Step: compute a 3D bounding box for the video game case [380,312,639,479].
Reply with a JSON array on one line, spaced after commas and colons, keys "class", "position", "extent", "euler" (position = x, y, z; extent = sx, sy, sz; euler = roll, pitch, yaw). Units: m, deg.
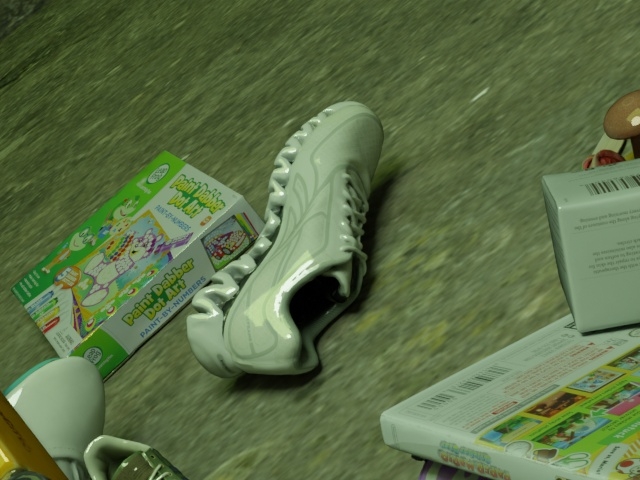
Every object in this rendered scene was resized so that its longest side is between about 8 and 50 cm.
[{"class": "video game case", "position": [0.184, 0.086, 0.686], "extent": [0.227, 0.026, 0.206], "euler": [-21, 16, -34]}]

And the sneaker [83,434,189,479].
[{"class": "sneaker", "position": [-0.125, 0.203, 0.905], "extent": [0.064, 0.086, 0.192], "euler": [-47, 30, -15]}]

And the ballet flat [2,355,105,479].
[{"class": "ballet flat", "position": [-0.289, 0.279, 0.965], "extent": [0.400, 0.139, 0.139], "euler": [-50, 30, -12]}]

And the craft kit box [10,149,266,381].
[{"class": "craft kit box", "position": [-0.205, 0.022, 1.296], "extent": [0.246, 0.061, 0.250], "euler": [-41, 29, -11]}]

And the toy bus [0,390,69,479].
[{"class": "toy bus", "position": [-0.259, 0.187, 0.877], "extent": [0.130, 0.108, 0.332], "euler": [-44, 64, -4]}]

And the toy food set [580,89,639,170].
[{"class": "toy food set", "position": [0.256, -0.064, 0.876], "extent": [0.218, 0.071, 0.128], "euler": [7, 52, 53]}]

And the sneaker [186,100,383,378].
[{"class": "sneaker", "position": [0.000, 0.000, 1.056], "extent": [0.118, 0.110, 0.292], "euler": [4, 57, 41]}]

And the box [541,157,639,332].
[{"class": "box", "position": [0.205, -0.002, 0.777], "extent": [0.101, 0.087, 0.102], "euler": [-11, 13, 7]}]

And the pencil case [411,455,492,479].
[{"class": "pencil case", "position": [0.149, 0.156, 0.667], "extent": [0.206, 0.086, 0.088], "euler": [5, 41, 48]}]
